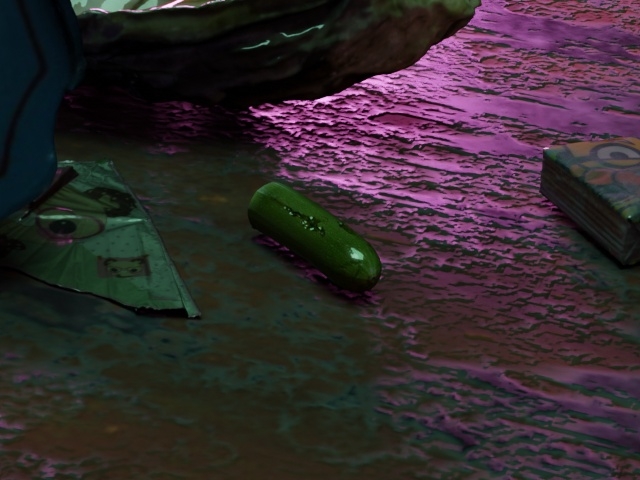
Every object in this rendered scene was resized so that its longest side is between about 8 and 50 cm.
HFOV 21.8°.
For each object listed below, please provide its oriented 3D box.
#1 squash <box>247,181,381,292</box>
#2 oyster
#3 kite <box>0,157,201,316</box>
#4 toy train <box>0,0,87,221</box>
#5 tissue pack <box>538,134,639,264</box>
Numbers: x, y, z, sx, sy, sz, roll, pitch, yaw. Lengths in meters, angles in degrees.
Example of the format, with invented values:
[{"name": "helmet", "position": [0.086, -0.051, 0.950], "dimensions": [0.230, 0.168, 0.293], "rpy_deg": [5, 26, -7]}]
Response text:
[{"name": "squash", "position": [0.000, 0.000, 0.790], "dimensions": [0.027, 0.027, 0.083], "rpy_deg": [-17, 36, -36]}, {"name": "oyster", "position": [-0.077, -0.131, 0.954], "dimensions": [0.275, 0.100, 0.271], "rpy_deg": [-32, 41, -31]}, {"name": "kite", "position": [-0.161, 0.005, 0.773], "dimensions": [0.229, 0.012, 0.250], "rpy_deg": [15, 31, 21]}, {"name": "toy train", "position": [-0.252, -0.122, 0.674], "dimensions": [0.265, 0.300, 0.188], "rpy_deg": [-35, 40, -25]}, {"name": "tissue pack", "position": [0.160, -0.023, 0.854], "dimensions": [0.063, 0.035, 0.083], "rpy_deg": [-9, 30, -24]}]
